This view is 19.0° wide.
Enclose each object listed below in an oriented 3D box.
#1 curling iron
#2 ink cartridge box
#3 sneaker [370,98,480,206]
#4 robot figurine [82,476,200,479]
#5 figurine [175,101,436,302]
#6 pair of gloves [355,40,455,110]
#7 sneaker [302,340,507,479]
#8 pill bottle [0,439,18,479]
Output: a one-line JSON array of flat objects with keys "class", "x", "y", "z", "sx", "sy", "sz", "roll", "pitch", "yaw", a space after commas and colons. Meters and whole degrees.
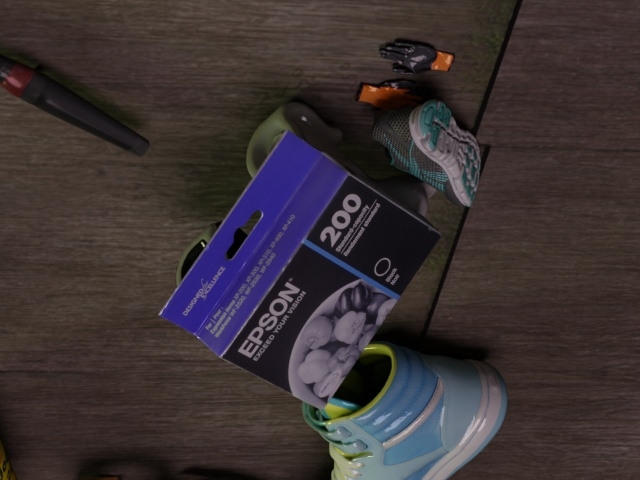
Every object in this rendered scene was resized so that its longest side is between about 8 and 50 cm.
[{"class": "curling iron", "x": -0.271, "y": -0.134, "z": 1.692, "sx": 0.274, "sy": 0.035, "sz": 0.068, "roll": 21, "pitch": 133, "yaw": -29}, {"class": "ink cartridge box", "x": -0.014, "y": 0.031, "z": 1.747, "sx": 0.208, "sy": 0.045, "sz": 0.206, "roll": 31, "pitch": 95, "yaw": -42}, {"class": "sneaker", "x": 0.100, "y": -0.084, "z": 1.815, "sx": 0.076, "sy": 0.065, "sz": 0.166, "roll": 2, "pitch": 154, "yaw": 26}, {"class": "robot figurine", "x": -0.176, "y": 0.341, "z": 2.191, "sx": 0.291, "sy": 0.085, "sz": 0.211, "roll": 9, "pitch": 134, "yaw": -21}, {"class": "figurine", "x": 0.000, "y": 0.000, "z": 1.823, "sx": 0.209, "sy": 0.092, "sz": 0.215, "roll": 24, "pitch": 100, "yaw": -39}, {"class": "pair of gloves", "x": 0.078, "y": -0.149, "z": 1.767, "sx": 0.074, "sy": 0.010, "sz": 0.083, "roll": 9, "pitch": 133, "yaw": -21}, {"class": "sneaker", "x": 0.032, "y": 0.225, "z": 2.080, "sx": 0.208, "sy": 0.127, "sz": 0.319, "roll": 22, "pitch": 117, "yaw": -33}, {"class": "pill bottle", "x": -0.384, "y": 0.254, "z": 2.028, "sx": 0.117, "sy": 0.117, "sz": 0.215, "roll": -11, "pitch": 138, "yaw": 0}]
